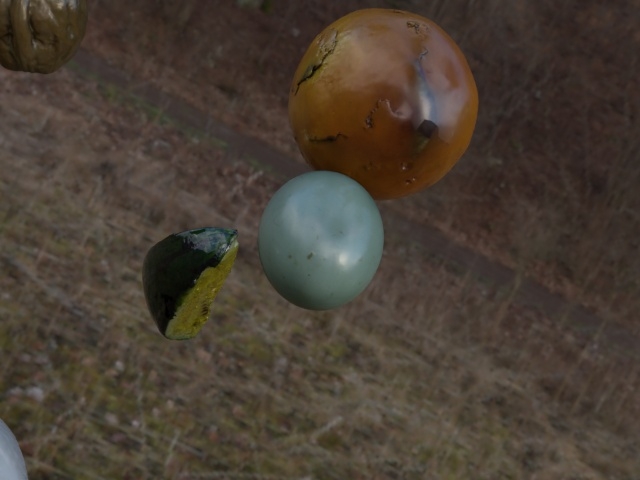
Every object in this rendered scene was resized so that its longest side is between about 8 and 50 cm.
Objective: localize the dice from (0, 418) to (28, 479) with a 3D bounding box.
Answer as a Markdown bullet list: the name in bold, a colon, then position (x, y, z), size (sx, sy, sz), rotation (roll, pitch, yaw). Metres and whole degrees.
- **dice**: position (-0.425, 0.280, 0.943), size (0.251, 0.243, 0.259), rotation (8, -18, -35)

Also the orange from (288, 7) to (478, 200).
- **orange**: position (0.079, -0.174, 1.328), size (0.246, 0.246, 0.246), rotation (26, 5, -3)

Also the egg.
- **egg**: position (0.000, 0.000, 1.231), size (0.149, 0.149, 0.192), rotation (25, 38, -12)

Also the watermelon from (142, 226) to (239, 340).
- **watermelon**: position (-0.211, 0.071, 1.635), size (0.129, 0.301, 0.123), rotation (-11, 63, -27)

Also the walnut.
- **walnut**: position (-0.407, -0.317, 1.468), size (0.166, 0.166, 0.149), rotation (25, 30, -17)
